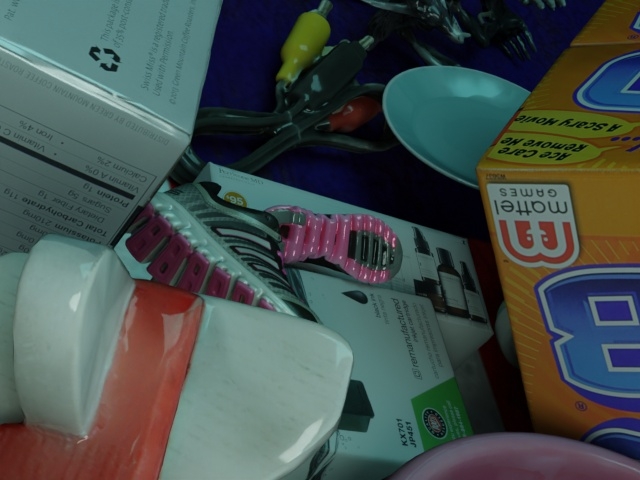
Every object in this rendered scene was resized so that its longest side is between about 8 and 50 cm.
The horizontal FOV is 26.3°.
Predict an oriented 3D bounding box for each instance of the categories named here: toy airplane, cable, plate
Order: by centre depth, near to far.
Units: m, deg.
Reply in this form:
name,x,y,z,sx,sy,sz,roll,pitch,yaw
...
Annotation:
name,x,y,z,sx,sy,sz,roll,pitch,yaw
toy airplane,-0.094,0.193,0.497,0.272,0.384,0.386,34,35,8
cable,-0.025,-0.094,1.141,0.139,0.072,0.287,55,48,-9
plate,0.139,-0.088,1.171,0.188,0.024,0.188,12,37,-10

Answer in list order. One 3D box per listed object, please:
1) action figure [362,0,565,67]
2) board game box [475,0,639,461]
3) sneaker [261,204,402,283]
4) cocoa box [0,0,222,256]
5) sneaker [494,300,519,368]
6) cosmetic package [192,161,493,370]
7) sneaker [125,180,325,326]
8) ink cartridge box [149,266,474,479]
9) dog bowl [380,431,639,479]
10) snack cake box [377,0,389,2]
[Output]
name,x,y,z,sx,sy,sz,roll,pitch,yaw
action figure,0.154,-0.223,1.321,0.141,0.164,0.275,47,32,17
board game box,0.364,0.021,0.941,0.356,0.356,0.357,-48,131,-47
sneaker,0.000,0.000,0.945,0.119,0.057,0.047,15,85,-26
cocoa box,-0.208,-0.144,0.865,0.231,0.228,0.347,26,39,-19
sneaker,0.187,0.019,1.142,0.256,0.094,0.151,0,57,-58
cosmetic package,0.013,0.022,1.028,0.239,0.060,0.099,15,43,-30
sneaker,-0.041,0.022,0.834,0.170,0.063,0.075,42,45,14
ink cartridge box,-0.014,0.100,0.903,0.208,0.087,0.153,13,44,-31
dog bowl,0.149,0.273,0.745,0.408,0.150,0.408,20,30,-12
snack cake box,0.004,-0.367,1.391,0.152,0.089,0.264,3,50,-37
